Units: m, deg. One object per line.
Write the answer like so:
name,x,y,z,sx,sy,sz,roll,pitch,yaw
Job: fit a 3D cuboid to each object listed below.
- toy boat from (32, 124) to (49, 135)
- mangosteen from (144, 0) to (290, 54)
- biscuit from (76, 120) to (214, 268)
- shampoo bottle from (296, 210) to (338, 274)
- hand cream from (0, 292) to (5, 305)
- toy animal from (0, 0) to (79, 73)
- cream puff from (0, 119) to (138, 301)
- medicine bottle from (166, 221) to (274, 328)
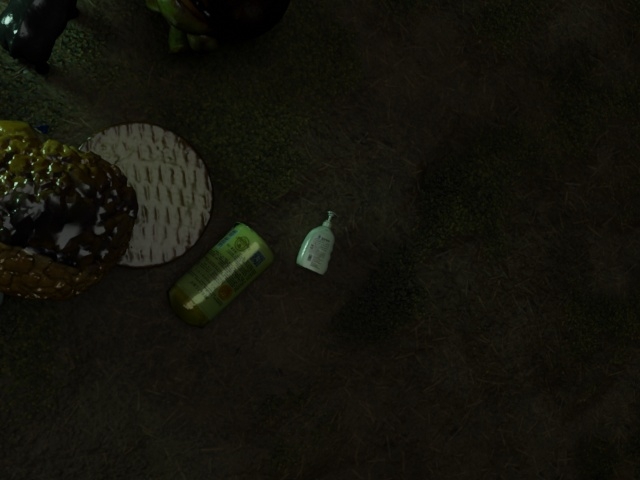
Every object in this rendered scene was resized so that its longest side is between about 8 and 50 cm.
toy boat,-0.615,-0.179,1.193,0.110,0.091,0.175,37,71,14
mangosteen,-0.218,-0.533,1.238,0.307,0.307,0.347,42,92,-12
biscuit,-0.384,-0.097,1.283,0.317,0.040,0.318,0,89,-19
shampoo bottle,0.000,0.000,1.408,0.077,0.045,0.152,22,82,-15
hand cream,-0.717,0.094,1.082,0.340,0.077,0.124,-4,106,-45
toy animal,-0.526,-0.505,1.185,0.106,0.168,0.343,26,94,-14
cream puff,-0.504,-0.053,1.079,0.327,0.231,0.343,-30,113,-20
medicine bottle,-0.218,0.079,1.292,0.239,0.124,0.124,-45,101,-15
